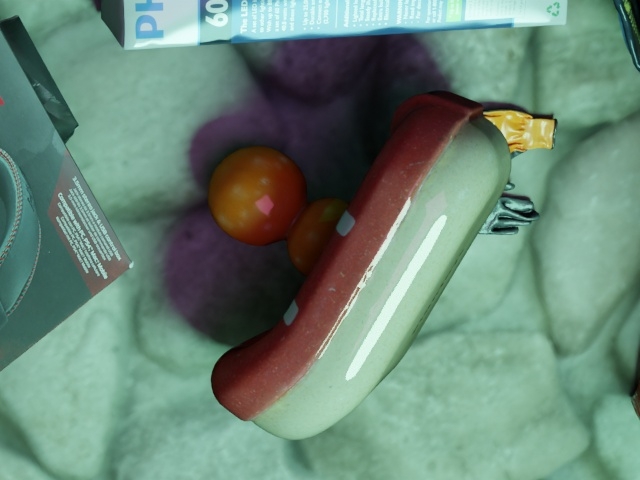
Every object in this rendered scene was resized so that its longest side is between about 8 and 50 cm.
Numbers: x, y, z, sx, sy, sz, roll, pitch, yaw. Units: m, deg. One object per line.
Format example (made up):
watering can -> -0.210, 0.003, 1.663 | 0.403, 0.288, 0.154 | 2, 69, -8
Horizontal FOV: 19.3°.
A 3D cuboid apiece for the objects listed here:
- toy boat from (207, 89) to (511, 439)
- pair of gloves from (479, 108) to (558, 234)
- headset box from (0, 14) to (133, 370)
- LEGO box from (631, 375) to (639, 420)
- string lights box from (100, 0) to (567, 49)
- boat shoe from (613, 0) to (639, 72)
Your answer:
toy boat -> 0.000, 0.000, 1.110 | 0.151, 0.151, 0.231 | 32, 102, 8
pair of gloves -> 0.109, -0.043, 1.178 | 0.074, 0.010, 0.083 | 5, 110, -18
headset box -> -0.253, -0.012, 0.979 | 0.293, 0.110, 0.218 | -40, 116, -29
LEGO box -> 0.440, -0.038, 1.105 | 0.372, 0.193, 0.500 | 1, 126, -15
string lights box -> 0.009, -0.185, 1.056 | 0.260, 0.077, 0.133 | -4, 111, -15
boat shoe -> 0.197, -0.181, 1.046 | 0.089, 0.109, 0.258 | -58, 143, -22
